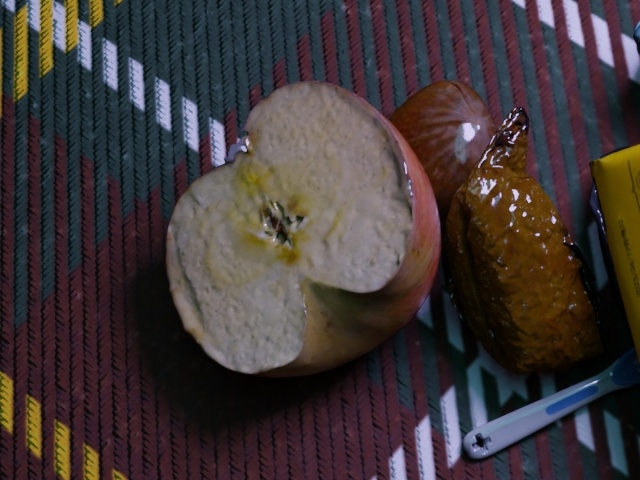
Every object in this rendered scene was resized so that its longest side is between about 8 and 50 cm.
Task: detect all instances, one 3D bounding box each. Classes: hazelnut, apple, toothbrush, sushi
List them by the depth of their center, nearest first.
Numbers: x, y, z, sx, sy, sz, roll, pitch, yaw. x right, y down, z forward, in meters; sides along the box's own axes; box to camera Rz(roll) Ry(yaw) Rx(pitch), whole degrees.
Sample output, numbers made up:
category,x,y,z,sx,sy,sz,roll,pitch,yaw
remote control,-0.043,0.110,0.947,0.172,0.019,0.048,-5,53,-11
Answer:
category,x,y,z,sx,sy,sz,roll,pitch,yaw
sushi,0.196,0.014,1.607,0.140,0.149,0.287,-27,101,-24
apple,0.000,0.000,1.628,0.293,0.163,0.251,-38,63,19
toothbrush,0.317,0.129,1.640,0.386,0.040,0.040,-25,66,-5
hazelnut,0.126,-0.090,1.686,0.150,0.150,0.150,-1,65,3

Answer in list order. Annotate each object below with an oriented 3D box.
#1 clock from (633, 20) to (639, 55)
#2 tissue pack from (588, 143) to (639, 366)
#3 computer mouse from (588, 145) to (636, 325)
category,x,y,z,sx,sy,sz,roll,pitch,yaw
clock,0.454,-0.155,1.667,0.274,0.223,0.094,40,100,15
tissue pack,0.442,0.064,1.450,0.228,0.293,0.382,-4,78,-40
computer mouse,0.345,0.004,1.671,0.126,0.071,0.231,-9,65,-7
